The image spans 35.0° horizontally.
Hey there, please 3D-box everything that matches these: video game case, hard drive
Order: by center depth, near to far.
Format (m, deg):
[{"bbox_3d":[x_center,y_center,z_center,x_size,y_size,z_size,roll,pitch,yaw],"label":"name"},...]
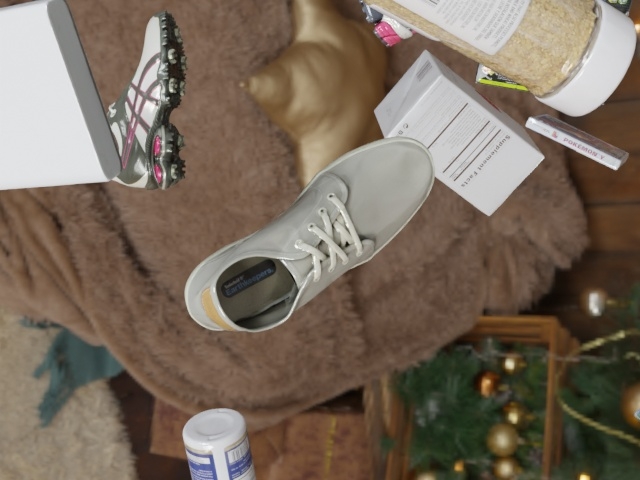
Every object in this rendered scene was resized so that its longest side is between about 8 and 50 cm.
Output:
[{"bbox_3d":[-0.386,-0.156,1.166,0.040,0.307,0.203,-47,128,-52],"label":"hard drive"},{"bbox_3d":[0.490,-0.190,1.917,0.023,0.183,0.201,-66,165,17],"label":"video game case"}]

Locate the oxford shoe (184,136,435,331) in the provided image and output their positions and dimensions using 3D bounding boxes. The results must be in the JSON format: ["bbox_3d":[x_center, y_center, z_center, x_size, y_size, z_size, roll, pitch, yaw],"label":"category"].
[{"bbox_3d":[0.000,0.000,1.543,0.449,0.130,0.169,-34,108,-10],"label":"oxford shoe"}]

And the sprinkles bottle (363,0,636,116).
[{"bbox_3d":[0.149,-0.254,1.036,0.355,0.121,0.121,24,68,-17],"label":"sprinkles bottle"}]

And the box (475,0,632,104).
[{"bbox_3d":[0.328,-0.296,1.430,0.045,0.190,0.184,-72,170,-56],"label":"box"}]

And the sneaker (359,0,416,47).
[{"bbox_3d":[0.096,-0.456,1.603,0.299,0.112,0.121,68,15,9],"label":"sneaker"}]

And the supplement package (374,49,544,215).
[{"bbox_3d":[0.285,-0.224,2.110,0.293,0.175,0.177,34,19,-21],"label":"supplement package"}]

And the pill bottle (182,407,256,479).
[{"bbox_3d":[-0.145,0.343,1.505,0.094,0.094,0.169,-34,125,-46],"label":"pill bottle"}]

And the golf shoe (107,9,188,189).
[{"bbox_3d":[-0.267,-0.213,1.533,0.105,0.120,0.273,0,93,-82],"label":"golf shoe"}]

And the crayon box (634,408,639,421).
[{"bbox_3d":[0.504,0.169,1.224,0.203,0.083,0.323,-46,156,13],"label":"crayon box"}]
